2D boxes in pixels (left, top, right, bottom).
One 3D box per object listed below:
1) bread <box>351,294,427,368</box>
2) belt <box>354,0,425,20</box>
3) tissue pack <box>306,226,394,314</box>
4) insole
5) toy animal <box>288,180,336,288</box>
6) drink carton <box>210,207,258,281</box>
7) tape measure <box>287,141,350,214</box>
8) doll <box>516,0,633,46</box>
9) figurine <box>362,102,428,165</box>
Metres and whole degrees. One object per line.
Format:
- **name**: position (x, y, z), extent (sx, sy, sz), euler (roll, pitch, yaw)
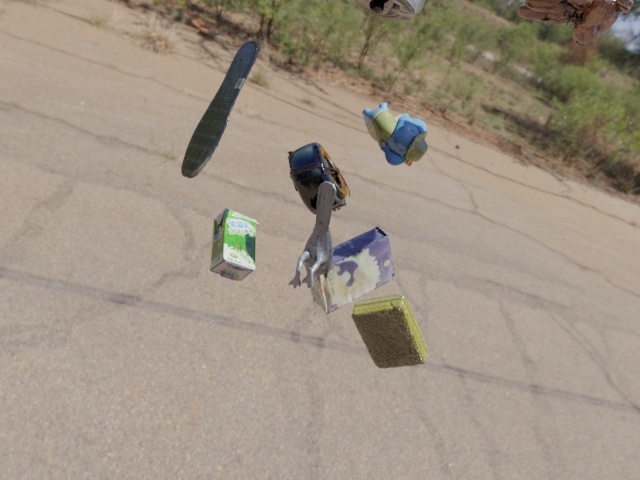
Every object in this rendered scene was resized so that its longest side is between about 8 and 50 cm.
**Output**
- **bread**: position (0.228, 0.298, 1.575), extent (0.234, 0.184, 0.110), euler (66, 30, -17)
- **belt**: position (0.220, -0.791, 1.517), extent (0.217, 0.122, 0.338), euler (20, 13, -12)
- **tissue pack**: position (0.121, 0.119, 1.911), extent (0.344, 0.242, 0.125), euler (-26, 39, -17)
- **insole**: position (-0.199, -0.262, 0.950), extent (0.110, 0.309, 0.012), euler (20, -8, 47)
- **toy animal**: position (-0.014, 0.036, 1.278), extent (0.081, 0.367, 0.205), euler (18, 56, 17)
- **drink carton**: position (-0.350, 0.019, 1.966), extent (0.161, 0.108, 0.271), euler (24, 48, -35)
- **tape measure**: position (-0.010, -0.174, 1.375), extent (0.223, 0.135, 0.202), euler (32, 37, -67)
- **doll**: position (0.771, -0.688, 1.490), extent (0.304, 0.156, 0.201), euler (0, 7, 1)
- **figurine**: position (0.276, -0.392, 1.728), extent (0.180, 0.154, 0.262), euler (-34, 87, -37)
